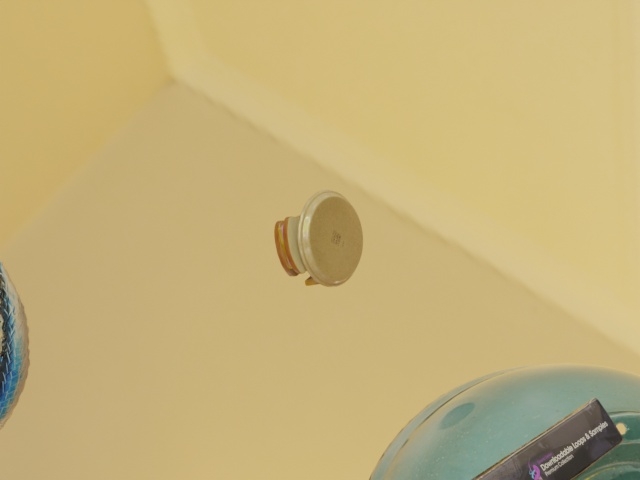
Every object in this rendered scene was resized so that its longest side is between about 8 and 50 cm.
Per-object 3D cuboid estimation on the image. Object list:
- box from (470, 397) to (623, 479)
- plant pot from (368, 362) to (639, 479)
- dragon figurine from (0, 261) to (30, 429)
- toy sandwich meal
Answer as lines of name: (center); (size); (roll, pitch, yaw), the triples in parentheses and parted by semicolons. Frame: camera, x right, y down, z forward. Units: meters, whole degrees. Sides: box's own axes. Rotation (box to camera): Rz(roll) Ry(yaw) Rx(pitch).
box: (0.059, 0.141, 0.850); (0.029, 0.116, 0.162); (54, -47, 10)
plant pot: (0.179, 0.210, 1.154); (0.293, 0.293, 0.196); (41, -16, 2)
dragon figurine: (-0.222, 0.128, 0.810); (0.289, 0.144, 0.085); (-55, -133, 45)
toy sandwich meal: (0.000, 0.000, 1.402); (0.029, 0.085, 0.085); (-4, -47, 41)
